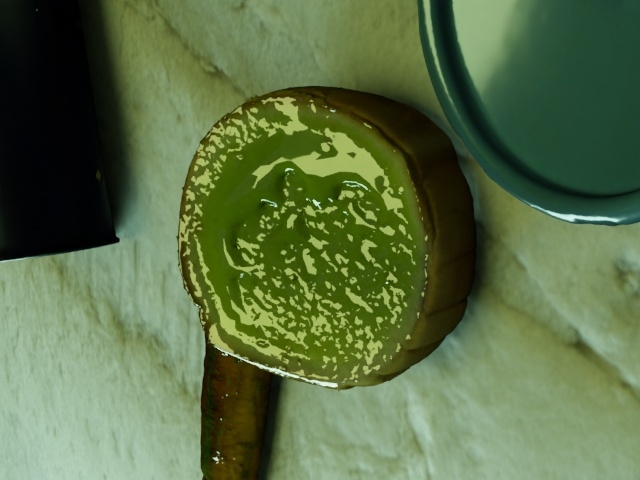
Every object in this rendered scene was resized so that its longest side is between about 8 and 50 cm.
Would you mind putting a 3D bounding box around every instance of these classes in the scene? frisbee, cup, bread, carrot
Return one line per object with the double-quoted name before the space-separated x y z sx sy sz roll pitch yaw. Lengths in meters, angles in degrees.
"frisbee" 0.164 -0.152 0.862 0.289 0.049 0.290 15 109 52
"cup" -0.328 -0.108 1.382 0.255 0.178 0.256 -7 93 26
"bread" 0.000 0.000 1.055 0.236 0.070 0.236 9 107 32
"carrot" -0.070 0.149 1.253 0.066 0.066 0.314 34 129 42
